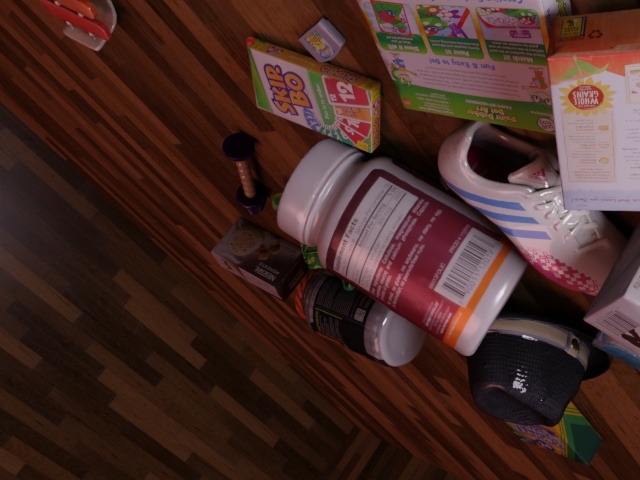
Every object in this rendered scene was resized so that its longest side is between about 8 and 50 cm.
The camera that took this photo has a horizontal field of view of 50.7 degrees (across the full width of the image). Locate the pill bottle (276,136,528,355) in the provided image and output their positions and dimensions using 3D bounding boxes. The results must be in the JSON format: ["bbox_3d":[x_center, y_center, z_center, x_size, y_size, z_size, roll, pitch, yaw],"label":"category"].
[{"bbox_3d":[0.136,-0.001,1.131,0.392,0.224,0.224,32,160,17],"label":"pill bottle"}]

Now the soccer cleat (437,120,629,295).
[{"bbox_3d":[0.302,-0.042,0.906,0.331,0.116,0.143,36,161,5],"label":"soccer cleat"}]

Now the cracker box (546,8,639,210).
[{"bbox_3d":[0.323,-0.123,0.688,0.156,0.067,0.232,2,145,26],"label":"cracker box"}]

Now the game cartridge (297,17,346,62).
[{"bbox_3d":[0.003,-0.295,1.006,0.056,0.017,0.083,39,162,-17],"label":"game cartridge"}]

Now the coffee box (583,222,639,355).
[{"bbox_3d":[0.501,0.101,0.805,0.297,0.168,0.119,33,161,9],"label":"coffee box"}]

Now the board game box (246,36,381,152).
[{"bbox_3d":[-0.020,-0.240,1.100,0.259,0.039,0.124,28,146,26],"label":"board game box"}]

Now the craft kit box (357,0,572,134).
[{"bbox_3d":[0.167,-0.241,0.782,0.250,0.061,0.246,21,153,40],"label":"craft kit box"}]

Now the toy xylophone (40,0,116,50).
[{"bbox_3d":[-0.521,-0.525,1.306,0.236,0.081,0.322,26,158,31],"label":"toy xylophone"}]

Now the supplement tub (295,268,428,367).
[{"bbox_3d":[0.095,0.174,1.662,0.316,0.193,0.193,18,153,44],"label":"supplement tub"}]

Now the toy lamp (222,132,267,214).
[{"bbox_3d":[-0.170,-0.145,1.577,0.080,0.080,0.274,32,158,15],"label":"toy lamp"}]

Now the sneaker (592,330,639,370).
[{"bbox_3d":[0.493,0.147,1.067,0.087,0.092,0.229,29,179,18],"label":"sneaker"}]

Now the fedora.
[{"bbox_3d":[0.379,0.260,1.277,0.334,0.152,0.334,13,154,6],"label":"fedora"}]

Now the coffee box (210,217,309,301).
[{"bbox_3d":[-0.169,0.053,1.934,0.247,0.141,0.098,27,158,29],"label":"coffee box"}]

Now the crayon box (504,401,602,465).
[{"bbox_3d":[0.503,0.396,1.620,0.323,0.083,0.203,48,159,-26],"label":"crayon box"}]

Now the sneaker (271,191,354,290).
[{"bbox_3d":[0.000,0.000,1.532,0.295,0.123,0.109,41,161,-9],"label":"sneaker"}]
